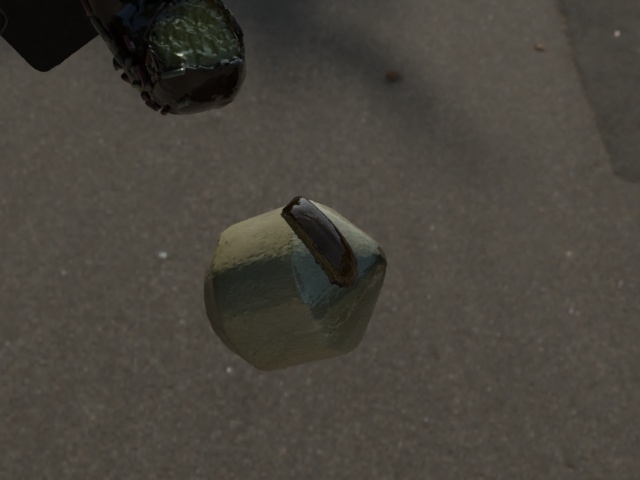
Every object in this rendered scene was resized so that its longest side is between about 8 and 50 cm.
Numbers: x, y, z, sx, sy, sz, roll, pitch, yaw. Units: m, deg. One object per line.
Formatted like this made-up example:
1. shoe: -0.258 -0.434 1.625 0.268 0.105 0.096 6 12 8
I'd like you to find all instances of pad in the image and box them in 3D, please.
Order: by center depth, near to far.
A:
1. pad: -0.425 -0.358 2.097 0.323 0.250 0.055 30 55 -34

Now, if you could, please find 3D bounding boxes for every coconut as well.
1. coconut: -0.026 0.064 1.717 0.265 0.237 0.237 -21 16 27

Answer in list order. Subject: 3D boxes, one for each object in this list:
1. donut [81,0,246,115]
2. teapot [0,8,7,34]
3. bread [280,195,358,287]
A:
1. donut: -0.237 -0.318 1.620 0.136 0.345 0.259 -27 -5 -21
2. teapot: -0.411 -0.254 1.281 0.130 0.166 0.119 -29 78 -24
3. bread: 0.000 0.000 1.480 0.044 0.129 0.126 -42 8 -9
